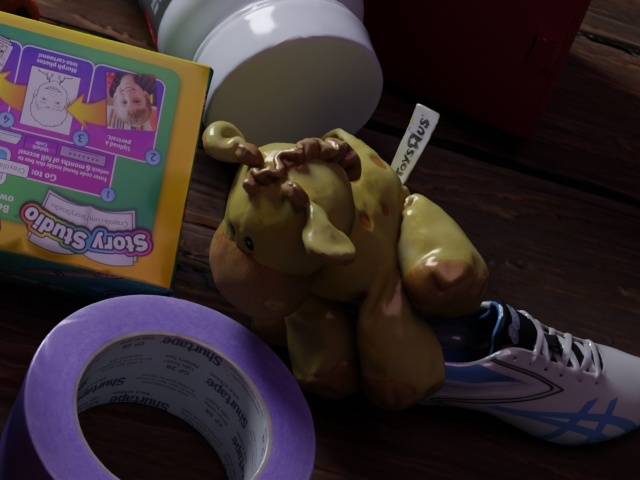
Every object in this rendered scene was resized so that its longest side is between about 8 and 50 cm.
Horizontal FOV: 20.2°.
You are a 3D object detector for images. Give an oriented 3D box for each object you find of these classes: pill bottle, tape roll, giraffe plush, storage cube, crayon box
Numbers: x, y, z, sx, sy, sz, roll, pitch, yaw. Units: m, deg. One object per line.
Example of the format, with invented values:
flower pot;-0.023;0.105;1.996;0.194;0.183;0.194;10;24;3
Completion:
pill bottle;-0.062;-0.203;1.379;0.161;0.161;0.283;0;49;-26
tape roll;-0.103;0.132;1.130;0.189;0.080;0.189;14;47;-15
giraffe plush;0.000;0.000;1.173;0.181;0.210;0.170;10;0;32
storage cube;0.134;-0.231;1.480;0.193;0.215;0.184;23;45;4
crayon box;-0.224;-0.064;1.201;0.278;0.081;0.165;14;72;-15

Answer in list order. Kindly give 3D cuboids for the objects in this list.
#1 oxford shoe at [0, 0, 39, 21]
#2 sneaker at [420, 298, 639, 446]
oxford shoe;-0.328;-0.205;1.276;0.271;0.097;0.098;23;27;-48
sneaker;0.149;0.088;1.289;0.237;0.086;0.085;11;46;-19
